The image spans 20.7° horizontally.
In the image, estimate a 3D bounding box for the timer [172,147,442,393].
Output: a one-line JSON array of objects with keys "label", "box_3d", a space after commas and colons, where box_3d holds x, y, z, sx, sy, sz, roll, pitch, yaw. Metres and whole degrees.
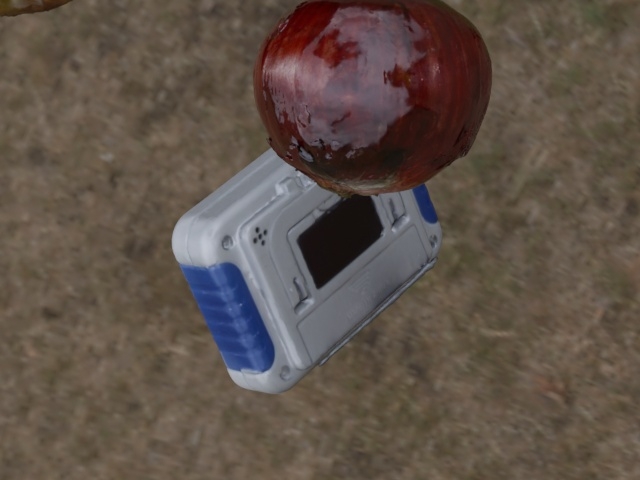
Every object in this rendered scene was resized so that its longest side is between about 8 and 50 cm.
[{"label": "timer", "box_3d": [0.000, 0.000, 1.518, 0.078, 0.178, 0.253, 7, 38, 46]}]

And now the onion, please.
[{"label": "onion", "box_3d": [0.026, -0.084, 0.942, 0.131, 0.131, 0.131, -11, 69, 32]}]

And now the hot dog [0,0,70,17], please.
[{"label": "hot dog", "box_3d": [-0.151, -0.235, 1.001, 0.122, 0.196, 0.272, 44, 107, 26]}]
